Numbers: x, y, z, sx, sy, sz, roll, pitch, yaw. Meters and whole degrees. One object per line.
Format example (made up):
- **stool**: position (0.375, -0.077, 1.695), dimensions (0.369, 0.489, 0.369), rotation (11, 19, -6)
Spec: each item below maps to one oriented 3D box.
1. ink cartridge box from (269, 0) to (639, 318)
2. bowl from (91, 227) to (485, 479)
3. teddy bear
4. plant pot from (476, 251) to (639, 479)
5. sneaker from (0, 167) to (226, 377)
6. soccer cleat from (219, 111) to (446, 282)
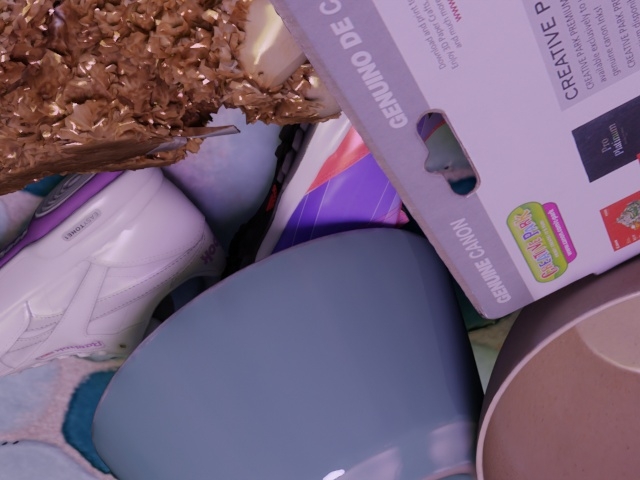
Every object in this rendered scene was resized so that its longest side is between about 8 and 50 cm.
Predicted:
- **ink cartridge box**: position (0.132, -0.131, 0.400), dimensions (0.271, 0.130, 0.309), rotation (-29, 138, 9)
- **bowl**: position (0.006, 0.153, 0.630), dimensions (0.311, 0.163, 0.312), rotation (-24, 148, -16)
- **teddy bear**: position (-0.121, -0.100, 0.466), dimensions (0.337, 0.245, 0.113), rotation (-10, 88, 37)
- **plant pot**: position (0.252, 0.095, 0.580), dimensions (0.284, 0.191, 0.284), rotation (4, 120, 8)
- **sneaker**: position (-0.209, 0.063, 0.662), dimensions (0.305, 0.114, 0.152), rotation (-36, 118, 19)
- **soccer cleat**: position (0.000, 0.000, 0.643), dimensions (0.116, 0.109, 0.318), rotation (18, 118, -15)
